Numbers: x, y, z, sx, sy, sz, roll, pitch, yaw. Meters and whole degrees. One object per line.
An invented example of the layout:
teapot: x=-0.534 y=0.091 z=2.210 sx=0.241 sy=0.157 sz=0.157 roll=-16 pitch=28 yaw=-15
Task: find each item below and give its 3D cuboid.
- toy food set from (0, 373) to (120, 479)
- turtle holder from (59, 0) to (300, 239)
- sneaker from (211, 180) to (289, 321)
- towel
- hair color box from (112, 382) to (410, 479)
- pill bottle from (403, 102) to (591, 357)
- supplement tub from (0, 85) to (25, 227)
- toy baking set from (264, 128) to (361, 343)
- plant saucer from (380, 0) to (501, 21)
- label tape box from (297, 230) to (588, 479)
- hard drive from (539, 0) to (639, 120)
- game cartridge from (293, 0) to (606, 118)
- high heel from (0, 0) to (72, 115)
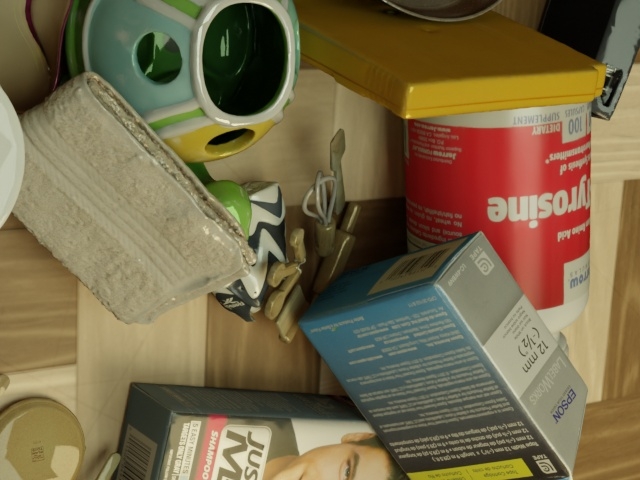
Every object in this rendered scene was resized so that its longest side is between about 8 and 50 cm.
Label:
toy food set: x=-0.329 y=0.241 z=1.599 sx=0.192 sy=0.038 sz=0.132 roll=43 pitch=71 yaw=-28
turtle holder: x=-0.143 y=-0.173 z=1.485 sx=0.243 sy=0.227 sz=0.320 roll=19 pitch=94 yaw=-37
sneaker: x=-0.129 y=0.038 z=1.633 sx=0.235 sy=0.094 sz=0.153 roll=-27 pitch=108 yaw=-36
towel: x=-0.213 y=-0.032 z=1.449 sx=0.282 sy=0.187 sz=0.049 roll=47 pitch=32 yaw=-28
hair color box: x=-0.061 y=0.287 z=1.734 sx=0.374 sy=0.114 sz=0.185 roll=8 pitch=98 yaw=-35
pill bottle: x=0.221 y=-0.018 z=1.766 sx=0.229 sy=0.229 sz=0.407 roll=-13 pitch=110 yaw=-30
supplement tub: x=-0.413 y=-0.097 z=1.276 sx=0.228 sy=0.316 sz=0.228 roll=-10 pitch=108 yaw=-31
toy baking set: x=0.001 y=0.002 z=1.689 sx=0.256 sy=0.030 sz=0.197 roll=-67 pitch=163 yaw=-4
plant saucer: x=0.104 y=-0.393 z=1.640 sx=0.311 sy=0.050 sz=0.310 roll=8 pitch=74 yaw=-30
label tape box: x=0.170 y=0.177 z=1.666 sx=0.347 sy=0.249 sz=0.115 roll=53 pitch=51 yaw=-15
hard drive: x=0.351 y=-0.289 z=1.816 sx=0.054 sy=0.172 sz=0.254 roll=15 pitch=96 yaw=-26
game cartridge: x=0.118 y=-0.213 z=1.588 sx=0.285 sy=0.324 sz=0.052 roll=-8 pitch=119 yaw=-31
high heel: x=-0.296 y=-0.216 z=1.403 sx=0.127 sy=0.181 sz=0.377 roll=-10 pitch=108 yaw=-31
